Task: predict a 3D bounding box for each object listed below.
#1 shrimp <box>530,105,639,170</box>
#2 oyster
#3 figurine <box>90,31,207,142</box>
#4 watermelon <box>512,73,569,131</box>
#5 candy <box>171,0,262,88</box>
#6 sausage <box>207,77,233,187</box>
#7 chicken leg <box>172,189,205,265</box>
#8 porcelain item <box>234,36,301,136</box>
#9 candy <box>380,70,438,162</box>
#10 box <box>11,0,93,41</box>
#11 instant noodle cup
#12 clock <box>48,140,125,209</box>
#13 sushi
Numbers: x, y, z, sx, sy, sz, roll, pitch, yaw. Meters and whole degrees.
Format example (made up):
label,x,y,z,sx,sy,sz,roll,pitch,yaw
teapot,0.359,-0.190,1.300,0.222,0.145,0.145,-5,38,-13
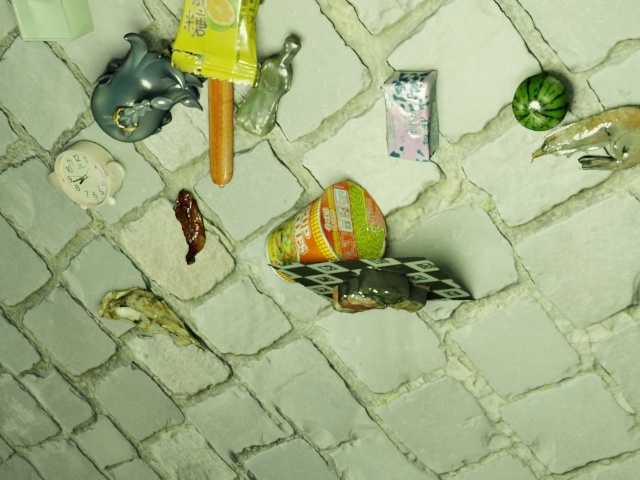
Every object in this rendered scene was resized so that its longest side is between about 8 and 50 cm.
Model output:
label,x,y,z,sx,sy,sz,roll,pitch,yaw
shrimp,0.482,-0.163,1.446,0.223,0.048,0.126,-15,123,30
oyster,-0.417,0.200,2.083,0.294,0.094,0.166,29,147,-7
figurine,-0.353,-0.308,1.669,0.175,0.197,0.265,52,135,5
watermelon,0.374,-0.235,1.409,0.108,0.109,0.109,12,125,18
candy,-0.171,-0.445,1.520,0.187,0.081,0.298,14,104,9
sausage,-0.205,-0.259,1.697,0.053,0.053,0.348,15,126,16
chicken leg,-0.300,-0.025,1.896,0.093,0.053,0.205,20,123,42
porcelain item,-0.097,-0.308,1.604,0.081,0.069,0.216,35,130,6
candy,0.167,-0.232,1.528,0.092,0.073,0.160,7,123,23
box,-0.560,-0.527,1.671,0.129,0.086,0.225,6,123,21
instant noodle cup,0.000,0.000,1.702,0.212,0.193,0.193,-24,108,44
clock,-0.538,-0.153,1.918,0.229,0.063,0.156,-6,120,31
sushi,0.106,0.116,1.654,0.339,0.069,0.320,-3,161,25
